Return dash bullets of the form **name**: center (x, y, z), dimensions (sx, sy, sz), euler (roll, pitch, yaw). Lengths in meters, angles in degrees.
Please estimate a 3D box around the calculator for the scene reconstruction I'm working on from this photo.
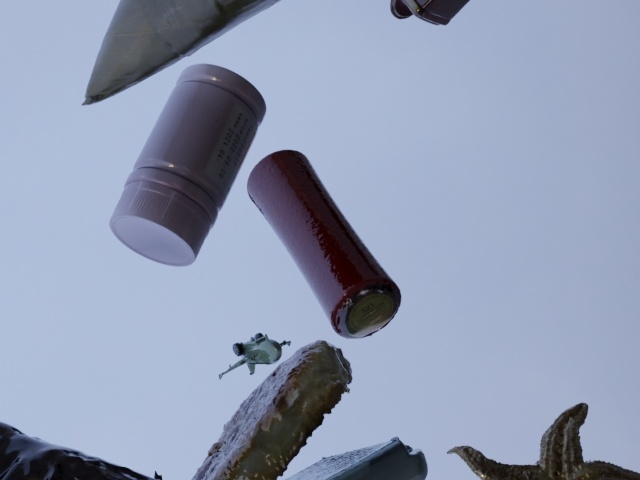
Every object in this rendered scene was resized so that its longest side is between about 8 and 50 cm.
- **calculator**: center (-0.026, 0.214, 1.062), dimensions (0.246, 0.141, 0.045), euler (-22, -93, -37)

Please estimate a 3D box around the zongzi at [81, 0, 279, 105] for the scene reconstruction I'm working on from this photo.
- **zongzi**: center (-0.113, -0.262, 1.252), dimensions (0.145, 0.300, 0.274), euler (44, 166, 8)

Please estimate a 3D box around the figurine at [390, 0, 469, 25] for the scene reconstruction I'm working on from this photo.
- **figurine**: center (0.135, -0.320, 1.611), dimensions (0.098, 0.154, 0.082), euler (55, -157, 17)

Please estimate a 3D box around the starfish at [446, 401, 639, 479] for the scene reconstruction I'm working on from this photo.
- **starfish**: center (0.280, 0.284, 1.556), dimensions (0.236, 0.277, 0.062), euler (-48, -20, -36)

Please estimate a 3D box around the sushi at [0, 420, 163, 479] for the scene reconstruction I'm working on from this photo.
- **sushi**: center (-0.306, 0.346, 1.392), dimensions (0.281, 0.294, 0.300), euler (51, -126, -72)

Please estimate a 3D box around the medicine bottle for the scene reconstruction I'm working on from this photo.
- **medicine bottle**: center (-0.174, -0.101, 1.824), dimensions (0.133, 0.133, 0.250), euler (48, -126, -39)

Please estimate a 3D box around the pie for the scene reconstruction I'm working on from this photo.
- **pie**: center (-0.077, 0.254, 1.691), dimensions (0.092, 0.315, 0.315), euler (40, -146, -1)

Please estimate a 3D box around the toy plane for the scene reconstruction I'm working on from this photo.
- **toy plane**: center (-0.057, 0.103, 1.268), dimensions (0.080, 0.083, 0.033), euler (-22, -95, -29)

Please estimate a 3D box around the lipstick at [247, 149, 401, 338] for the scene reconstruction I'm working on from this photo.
- **lipstick**: center (0.000, 0.000, 1.422), dimensions (0.080, 0.080, 0.241), euler (41, -168, -45)
